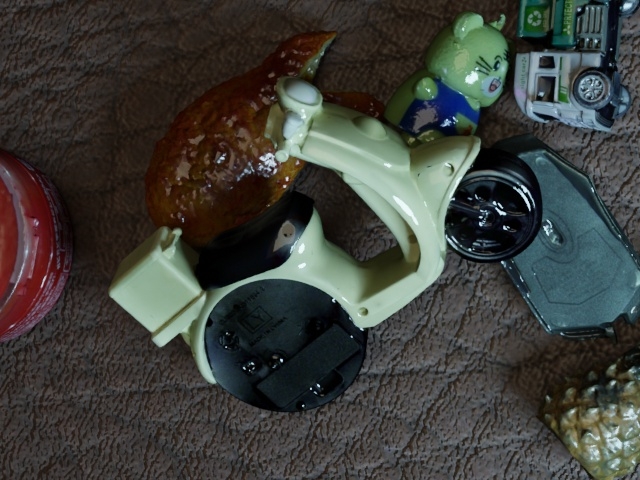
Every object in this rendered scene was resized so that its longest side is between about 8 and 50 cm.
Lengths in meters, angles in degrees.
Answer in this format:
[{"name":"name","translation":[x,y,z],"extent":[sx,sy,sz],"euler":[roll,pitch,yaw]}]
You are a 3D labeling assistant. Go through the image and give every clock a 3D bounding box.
[{"name":"clock","translation":[0.000,0.000,1.401],"extent":[0.276,0.120,0.379],"euler":[40,112,-16]}]

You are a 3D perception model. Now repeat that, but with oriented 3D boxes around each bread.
[{"name":"bread","translation":[-0.069,-0.103,1.488],"extent":[0.269,0.095,0.139],"euler":[-39,88,7]}]

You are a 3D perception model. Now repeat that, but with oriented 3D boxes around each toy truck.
[{"name":"toy truck","translation":[0.244,-0.218,1.424],"extent":[0.116,0.110,0.216],"euler":[5,91,25]}]

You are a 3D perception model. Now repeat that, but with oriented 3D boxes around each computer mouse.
[{"name":"computer mouse","translation":[0.239,-0.003,1.436],"extent":[0.126,0.071,0.231],"euler":[-34,93,22]}]

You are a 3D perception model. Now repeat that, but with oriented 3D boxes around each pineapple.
[{"name":"pineapple","translation":[0.324,0.126,1.392],"extent":[0.237,0.119,0.111],"euler":[-40,49,7]}]

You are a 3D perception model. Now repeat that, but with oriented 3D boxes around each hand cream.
[{"name":"hand cream","translation":[-0.380,0.003,1.524],"extent":[0.230,0.149,0.230],"euler":[-1,87,14]}]

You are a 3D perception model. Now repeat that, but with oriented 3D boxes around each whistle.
[{"name":"whistle","translation":[0.118,-0.129,1.446],"extent":[0.085,0.105,0.227],"euler":[37,97,36]}]
